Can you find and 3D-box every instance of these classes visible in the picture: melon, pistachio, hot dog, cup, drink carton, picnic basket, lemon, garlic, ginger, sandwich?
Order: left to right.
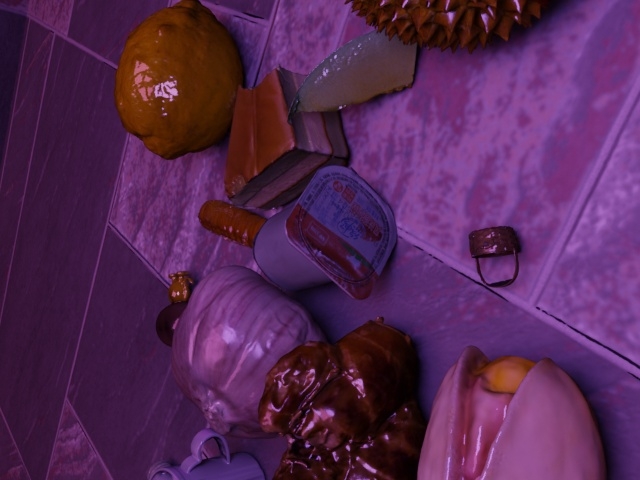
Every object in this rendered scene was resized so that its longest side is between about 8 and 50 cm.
[{"bbox_3d":[-0.297,-0.342,1.231,0.316,0.285,0.285,-48,52,-1],"label":"lemon"},{"bbox_3d":[-0.214,0.503,1.144,0.167,0.202,0.221,49,121,35],"label":"cup"},{"bbox_3d":[-0.175,-0.030,1.227,0.289,0.068,0.083,19,95,45],"label":"hot dog"},{"bbox_3d":[-0.129,0.210,1.008,0.318,0.259,0.317,13,134,14],"label":"garlic"},{"bbox_3d":[-0.085,-0.194,1.083,0.227,0.155,0.198,-30,66,40],"label":"sandwich"},{"bbox_3d":[0.000,0.000,0.976,0.190,0.185,0.191,-29,27,55],"label":"drink carton"},{"bbox_3d":[0.055,-0.266,0.942,0.114,0.262,0.053,61,-178,-18],"label":"melon"},{"bbox_3d":[0.050,0.297,0.841,0.152,0.274,0.357,-20,75,48],"label":"ginger"},{"bbox_3d":[0.245,0.025,0.802,0.072,0.072,0.083,-14,79,44],"label":"picnic basket"},{"bbox_3d":[0.223,0.292,0.701,0.230,0.230,0.308,0,80,45],"label":"pistachio"}]

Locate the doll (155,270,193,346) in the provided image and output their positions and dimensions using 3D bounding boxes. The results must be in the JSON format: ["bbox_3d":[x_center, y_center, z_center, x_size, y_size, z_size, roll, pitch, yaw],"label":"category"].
[{"bbox_3d":[-0.323,0.169,1.354,0.145,0.096,0.188,12,87,39],"label":"doll"}]

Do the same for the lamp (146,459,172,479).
[{"bbox_3d":[-0.351,0.590,1.359,0.193,0.106,0.106,18,101,54],"label":"lamp"}]

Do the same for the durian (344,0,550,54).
[{"bbox_3d":[0.175,-0.421,0.733,0.384,0.348,0.347,136,125,-67],"label":"durian"}]
